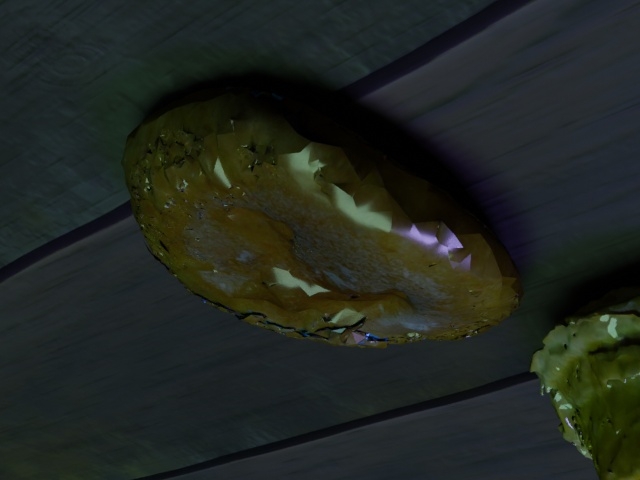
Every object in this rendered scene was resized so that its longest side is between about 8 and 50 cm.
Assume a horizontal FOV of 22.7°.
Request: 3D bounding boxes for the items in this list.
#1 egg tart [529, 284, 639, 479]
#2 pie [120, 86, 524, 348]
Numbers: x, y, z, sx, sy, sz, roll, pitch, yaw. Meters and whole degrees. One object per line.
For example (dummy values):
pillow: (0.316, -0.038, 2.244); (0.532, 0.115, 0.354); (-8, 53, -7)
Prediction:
egg tart: (0.270, 0.135, 1.020); (0.295, 0.116, 0.295); (17, 151, 10)
pie: (-0.001, 0.001, 1.020); (0.273, 0.069, 0.273); (19, 153, 10)
